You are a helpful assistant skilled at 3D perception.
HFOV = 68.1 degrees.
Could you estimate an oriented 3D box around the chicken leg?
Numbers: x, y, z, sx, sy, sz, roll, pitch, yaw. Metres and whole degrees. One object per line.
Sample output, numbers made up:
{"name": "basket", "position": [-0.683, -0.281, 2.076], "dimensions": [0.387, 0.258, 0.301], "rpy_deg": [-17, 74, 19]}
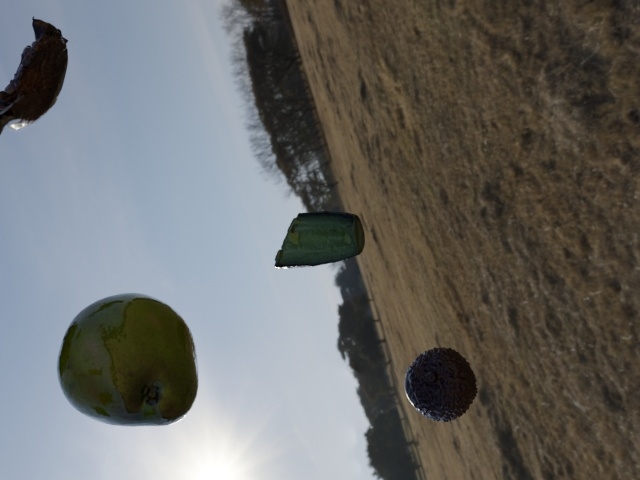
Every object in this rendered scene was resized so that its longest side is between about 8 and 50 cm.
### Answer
{"name": "chicken leg", "position": [-0.595, -0.300, 0.958], "dimensions": [0.158, 0.095, 0.407], "rpy_deg": [-53, 28, 39]}

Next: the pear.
{"name": "pear", "position": [-0.264, 0.173, 0.668], "dimensions": [0.219, 0.187, 0.188], "rpy_deg": [40, 157, 43]}

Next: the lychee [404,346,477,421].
{"name": "lychee", "position": [0.203, 0.242, 0.802], "dimensions": [0.129, 0.123, 0.124], "rpy_deg": [21, -128, -70]}

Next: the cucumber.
{"name": "cucumber", "position": [0.000, 0.000, 0.999], "dimensions": [0.085, 0.192, 0.116], "rpy_deg": [16, -109, -58]}
